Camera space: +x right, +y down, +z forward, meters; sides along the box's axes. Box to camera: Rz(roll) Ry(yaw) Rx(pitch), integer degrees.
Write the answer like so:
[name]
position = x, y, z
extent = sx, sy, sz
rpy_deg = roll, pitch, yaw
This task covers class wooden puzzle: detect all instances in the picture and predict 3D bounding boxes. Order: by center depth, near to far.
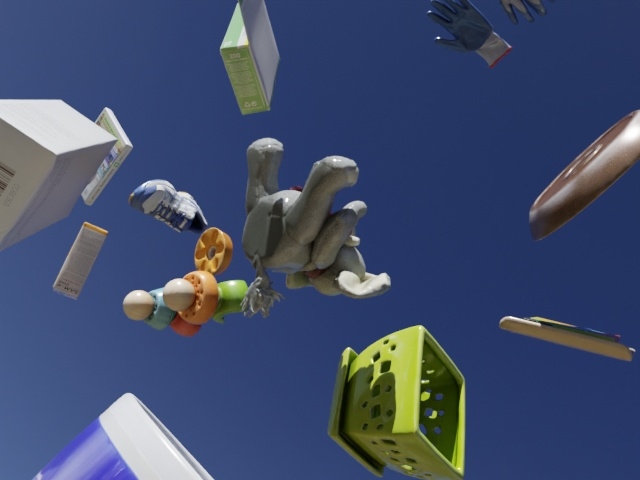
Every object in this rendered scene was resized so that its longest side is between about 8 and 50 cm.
[wooden puzzle]
position = 0.465, 0.176, 1.209
extent = 0.221, 0.239, 0.044
rpy_deg = 12, -95, 28

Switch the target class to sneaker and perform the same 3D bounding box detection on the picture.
[sneaker]
position = -0.440, -0.092, 1.944
extent = 0.112, 0.296, 0.131
rpy_deg = -47, -112, 14

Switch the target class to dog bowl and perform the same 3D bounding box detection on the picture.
[dog bowl]
position = -0.105, 0.253, 0.515
extent = 0.265, 0.104, 0.265
rpy_deg = 41, -20, 19

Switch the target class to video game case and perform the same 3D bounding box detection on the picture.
[video game case]
position = -0.579, -0.222, 1.695
extent = 0.193, 0.023, 0.212
rpy_deg = -50, -133, 12

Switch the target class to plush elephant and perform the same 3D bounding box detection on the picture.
[plush elephant]
position = 0.000, 0.000, 1.214
extent = 0.272, 0.255, 0.330
rpy_deg = 12, -93, 46

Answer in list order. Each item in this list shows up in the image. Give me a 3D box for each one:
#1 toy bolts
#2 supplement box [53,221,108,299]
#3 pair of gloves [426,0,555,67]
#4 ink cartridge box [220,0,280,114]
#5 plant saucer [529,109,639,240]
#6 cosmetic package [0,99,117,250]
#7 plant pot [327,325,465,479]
[toy bolts]
position = -0.283, 0.086, 1.288
extent = 0.228, 0.158, 0.218
rpy_deg = -33, -122, 34
[supplement box]
position = -0.333, 0.030, 0.901
extent = 0.036, 0.098, 0.062
rpy_deg = 25, -18, -16
[pair of gloves]
position = 0.278, -0.386, 1.073
extent = 0.159, 0.023, 0.198
rpy_deg = 40, -62, -4
[ink cartridge box]
position = -0.121, -0.347, 1.038
extent = 0.056, 0.171, 0.235
rpy_deg = -7, -47, 11
[plant saucer]
position = 0.476, -0.123, 1.143
extent = 0.050, 0.310, 0.310
rpy_deg = 44, -43, 5
[cosmetic package]
position = -0.540, -0.135, 1.209
extent = 0.156, 0.385, 0.217
rpy_deg = 35, -83, -11
[plant pot]
position = 0.146, 0.327, 1.267
extent = 0.207, 0.228, 0.227
rpy_deg = -15, -46, 30
